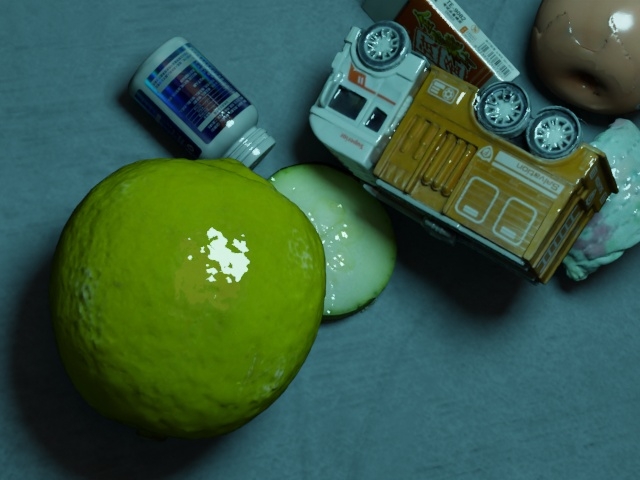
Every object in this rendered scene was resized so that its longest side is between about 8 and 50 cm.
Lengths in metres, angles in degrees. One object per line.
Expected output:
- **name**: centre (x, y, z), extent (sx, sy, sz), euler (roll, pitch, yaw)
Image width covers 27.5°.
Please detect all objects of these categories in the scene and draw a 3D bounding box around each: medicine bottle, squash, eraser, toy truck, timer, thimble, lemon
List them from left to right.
- **lemon**: centre (-0.156, 0.065, 1.536), extent (0.348, 0.348, 0.348), euler (4, 73, -14)
- **medicine bottle**: centre (-0.153, -0.168, 1.715), extent (0.191, 0.107, 0.107), euler (44, 68, 0)
- **squash**: centre (-0.002, 0.002, 1.750), extent (0.219, 0.041, 0.219), euler (6, 69, -17)
- **eraser**: centre (0.162, -0.279, 1.808), extent (0.038, 0.157, 0.230), euler (-41, 88, -19)
- **toy truck**: centre (0.168, -0.111, 1.678), extent (0.387, 0.173, 0.207), euler (31, 87, 24)
- **thimble**: centre (0.387, -0.056, 1.795), extent (0.211, 0.185, 0.149), euler (-40, 88, -10)
- **timer**: centre (0.416, -0.294, 1.845), extent (0.229, 0.229, 0.215), euler (39, 70, -2)
